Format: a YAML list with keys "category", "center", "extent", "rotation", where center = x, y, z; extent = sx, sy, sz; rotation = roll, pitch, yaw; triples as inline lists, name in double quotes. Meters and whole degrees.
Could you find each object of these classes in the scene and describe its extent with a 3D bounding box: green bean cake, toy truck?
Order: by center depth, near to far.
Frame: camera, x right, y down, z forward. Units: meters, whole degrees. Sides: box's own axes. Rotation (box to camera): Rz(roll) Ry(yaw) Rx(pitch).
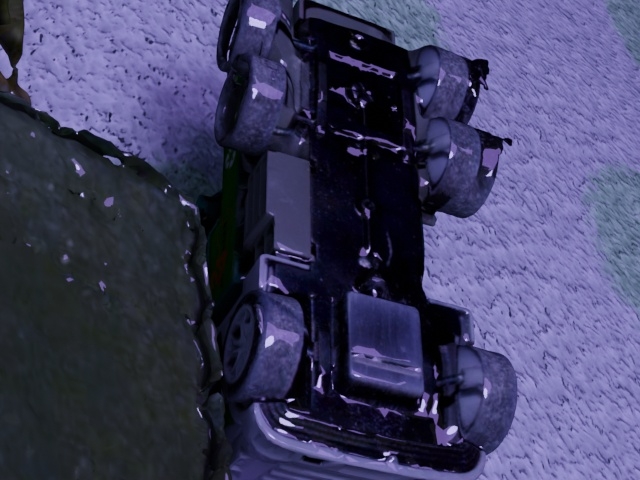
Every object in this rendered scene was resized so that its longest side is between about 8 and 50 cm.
- category: "green bean cake"
  center: [-0.170, 0.046, 0.497]
  extent: [0.255, 0.132, 0.241]
  rotation: [25, 44, -40]
- category: "toy truck"
  center: [0.003, -0.003, 0.685]
  extent: [0.177, 0.178, 0.363]
  rotation: [15, 48, -20]

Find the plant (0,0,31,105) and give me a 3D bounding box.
- category: "plant"
  center: [-0.218, -0.244, 0.596]
  extent: [0.251, 0.333, 0.180]
  rotation: [32, 24, 2]
